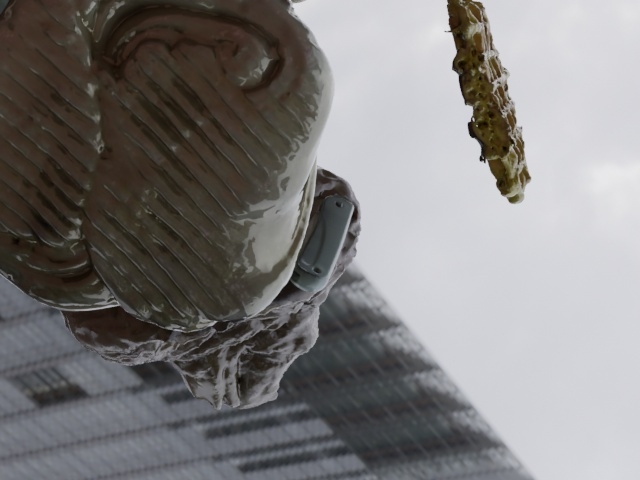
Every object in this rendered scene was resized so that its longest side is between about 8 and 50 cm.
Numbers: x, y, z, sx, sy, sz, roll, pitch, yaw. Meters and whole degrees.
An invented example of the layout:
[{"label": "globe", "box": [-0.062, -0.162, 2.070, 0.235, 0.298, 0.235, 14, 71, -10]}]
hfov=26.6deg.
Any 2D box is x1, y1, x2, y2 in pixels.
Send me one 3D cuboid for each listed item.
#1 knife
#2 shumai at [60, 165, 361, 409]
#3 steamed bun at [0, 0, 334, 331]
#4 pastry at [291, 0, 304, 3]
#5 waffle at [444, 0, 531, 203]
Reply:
[{"label": "knife", "box": [0.000, 0.000, 1.315, 0.162, 0.044, 0.023, -68, -178, -59]}, {"label": "shumai", "box": [-0.114, 0.050, 1.533, 0.346, 0.283, 0.217, -28, -113, -11]}, {"label": "steamed bun", "box": [-0.147, -0.098, 1.174, 0.219, 0.310, 0.324, -66, 171, -71]}, {"label": "pastry", "box": [-0.038, -0.448, 2.106, 0.092, 0.156, 0.156, -17, -158, -34]}, {"label": "waffle", "box": [0.254, -0.213, 2.031, 0.060, 0.307, 0.312, -17, -117, 16]}]
